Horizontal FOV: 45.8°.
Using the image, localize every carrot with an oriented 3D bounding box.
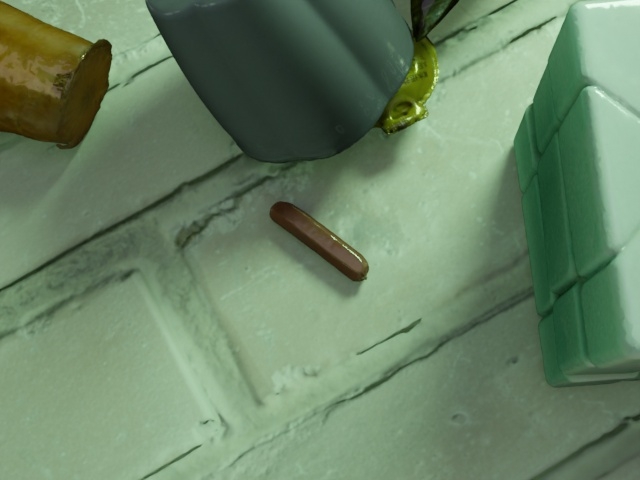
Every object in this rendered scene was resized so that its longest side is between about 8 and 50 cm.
[{"bbox_3d":[-0.404,-0.211,0.948,0.254,0.196,0.195,19,77,-2],"label":"carrot"}]

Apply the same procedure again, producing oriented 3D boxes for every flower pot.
[{"bbox_3d":[-0.065,-0.249,0.838,0.265,0.243,0.265,-12,64,26],"label":"flower pot"}]

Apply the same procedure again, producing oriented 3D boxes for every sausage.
[{"bbox_3d":[0.000,0.000,0.911,0.147,0.030,0.035,35,82,13],"label":"sausage"}]

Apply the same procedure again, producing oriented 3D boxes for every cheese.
[{"bbox_3d":[0.055,-0.235,0.952,0.157,0.064,0.250,-27,67,0],"label":"cheese"}]

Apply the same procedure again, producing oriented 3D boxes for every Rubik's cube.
[{"bbox_3d":[0.385,-0.032,0.742,0.319,0.316,0.321,-4,74,4],"label":"Rubik's cube"}]

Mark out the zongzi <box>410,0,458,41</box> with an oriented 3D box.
[{"bbox_3d":[0.210,-0.479,0.802,0.208,0.403,0.432,21,65,-4],"label":"zongzi"}]
